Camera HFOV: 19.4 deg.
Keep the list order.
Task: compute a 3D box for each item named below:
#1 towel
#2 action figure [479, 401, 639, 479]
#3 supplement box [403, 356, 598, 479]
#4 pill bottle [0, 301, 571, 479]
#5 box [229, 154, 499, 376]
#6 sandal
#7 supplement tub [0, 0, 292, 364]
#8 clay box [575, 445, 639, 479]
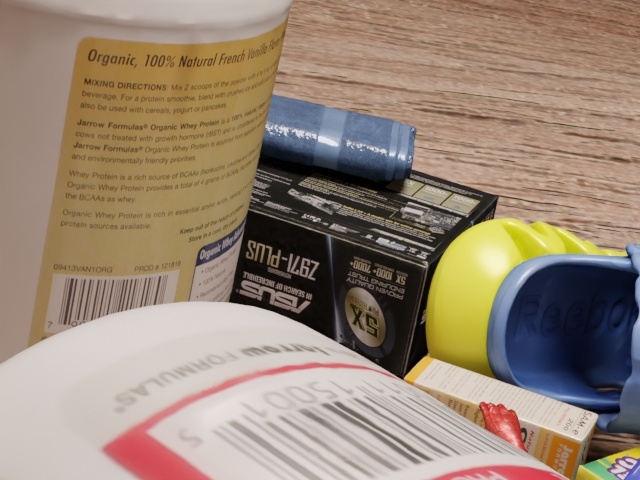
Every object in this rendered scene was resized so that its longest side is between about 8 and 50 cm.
[{"bbox_3d":[0.000,-0.063,1.175,0.119,0.029,0.067,13,22,1],"label":"towel"},{"bbox_3d":[0.123,0.109,0.873,0.280,0.091,0.139,-37,52,-28],"label":"action figure"},{"bbox_3d":[0.088,0.108,0.975,0.098,0.062,0.036,18,23,17],"label":"supplement box"},{"bbox_3d":[0.069,0.191,0.378,0.407,0.229,0.229,29,29,37],"label":"pill bottle"},{"bbox_3d":[0.000,0.000,1.166,0.180,0.077,0.147,18,24,15],"label":"box"},{"bbox_3d":[0.213,0.050,1.059,0.317,0.126,0.138,-9,20,-38],"label":"sandal"},{"bbox_3d":[-0.139,-0.083,0.983,0.228,0.316,0.228,11,22,-5],"label":"supplement tub"},{"bbox_3d":[0.224,0.147,0.958,0.222,0.053,0.127,-10,30,-42],"label":"clay box"}]
